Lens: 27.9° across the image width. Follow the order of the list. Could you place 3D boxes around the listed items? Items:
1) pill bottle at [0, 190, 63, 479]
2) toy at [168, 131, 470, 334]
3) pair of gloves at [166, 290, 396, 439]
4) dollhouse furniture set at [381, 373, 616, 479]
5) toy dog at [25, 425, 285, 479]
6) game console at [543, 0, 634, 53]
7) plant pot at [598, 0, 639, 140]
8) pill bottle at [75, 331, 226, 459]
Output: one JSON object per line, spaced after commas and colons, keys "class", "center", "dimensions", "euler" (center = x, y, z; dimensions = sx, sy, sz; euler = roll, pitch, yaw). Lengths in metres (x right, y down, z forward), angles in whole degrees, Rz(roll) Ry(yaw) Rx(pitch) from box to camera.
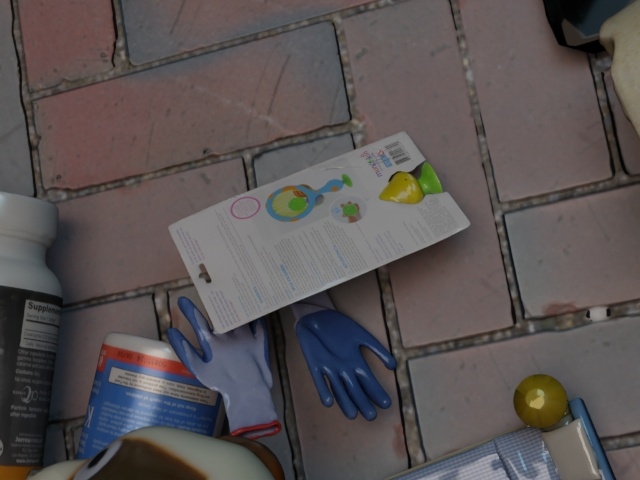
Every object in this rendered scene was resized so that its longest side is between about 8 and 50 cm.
{"class": "pill bottle", "center": [-0.325, 0.098, 1.196], "dimensions": [0.162, 0.162, 0.278], "euler": [3, 82, 17]}
{"class": "toy", "center": [0.000, 0.000, 1.150], "dimensions": [0.237, 0.056, 0.137], "euler": [-25, 50, -6]}
{"class": "pair of gloves", "center": [-0.030, 0.100, 1.125], "dimensions": [0.159, 0.198, 0.023], "euler": [64, 145, 32]}
{"class": "dollhouse furniture set", "center": [0.112, 0.285, 1.019], "dimensions": [0.286, 0.198, 0.303], "euler": [-21, 75, 12]}
{"class": "toy dog", "center": [-0.131, 0.341, 0.947], "dimensions": [0.395, 0.284, 0.408], "euler": [5, 97, 24]}
{"class": "game console", "center": [0.272, -0.355, 1.160], "dimensions": [0.213, 0.044, 0.361], "euler": [-16, 76, 13]}
{"class": "plant pot", "center": [0.393, -0.137, 0.966], "dimensions": [0.305, 0.334, 0.334], "euler": [-28, 74, 21]}
{"class": "pill bottle", "center": [-0.157, 0.200, 1.149], "dimensions": [0.124, 0.124, 0.221], "euler": [10, 83, 18]}
